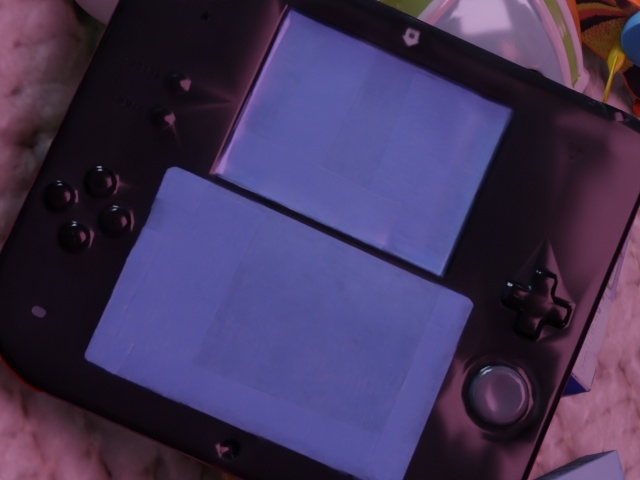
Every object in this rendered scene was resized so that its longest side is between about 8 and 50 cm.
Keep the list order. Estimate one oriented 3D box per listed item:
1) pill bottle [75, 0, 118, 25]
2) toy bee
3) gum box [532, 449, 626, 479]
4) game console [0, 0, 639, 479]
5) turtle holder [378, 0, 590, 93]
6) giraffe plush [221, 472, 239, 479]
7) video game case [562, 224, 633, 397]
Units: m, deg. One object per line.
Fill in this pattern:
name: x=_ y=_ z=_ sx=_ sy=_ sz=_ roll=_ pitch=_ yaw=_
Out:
pill bottle: x=-0.100 y=-0.252 z=1.419 sx=0.117 sy=0.117 sz=0.215 roll=59 pitch=43 yaw=-15
toy bee: x=0.323 y=-0.188 z=1.857 sx=0.298 sy=0.162 sz=0.195 roll=44 pitch=53 yaw=5
gum box: x=0.219 y=0.283 z=1.644 sx=0.184 sy=0.041 sz=0.157 roll=-15 pitch=89 yaw=-49
game console: x=0.000 y=0.000 z=1.278 sx=0.386 sy=0.060 sz=0.342 roll=24 pitch=85 yaw=-3
turtle holder: x=0.060 y=-0.128 z=1.428 sx=0.227 sy=0.243 sz=0.320 roll=41 pitch=64 yaw=-7
giraffe plush: x=0.000 y=0.135 z=1.384 sx=0.170 sy=0.210 sz=0.181 roll=-6 pitch=87 yaw=-18
video game case: x=0.172 y=-0.033 z=1.683 sx=0.269 sy=0.061 sz=0.244 roll=44 pitch=50 yaw=-29
